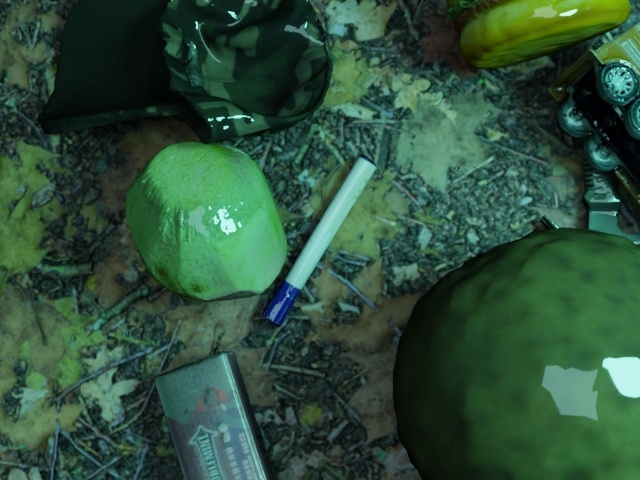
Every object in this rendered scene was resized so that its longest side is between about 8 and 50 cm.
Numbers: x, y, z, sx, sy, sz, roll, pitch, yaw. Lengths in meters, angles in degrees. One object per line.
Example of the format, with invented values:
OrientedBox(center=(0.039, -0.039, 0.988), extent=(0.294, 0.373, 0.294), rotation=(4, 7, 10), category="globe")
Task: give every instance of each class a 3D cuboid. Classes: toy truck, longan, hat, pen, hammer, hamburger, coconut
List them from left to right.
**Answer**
OrientedBox(center=(-0.195, -0.237, 1.367), extent=(0.381, 0.257, 0.366), rotation=(-21, 49, 39), category="hat")
OrientedBox(center=(-0.152, -0.017, 1.296), extent=(0.235, 0.236, 0.205), rotation=(14, 52, 8), category="coconut")
OrientedBox(center=(-0.001, 0.000, 1.357), extent=(0.033, 0.033, 0.269), rotation=(31, 89, 9), category="pen")
OrientedBox(center=(0.277, -0.332, 1.256), extent=(0.246, 0.246, 0.170), rotation=(-17, 91, 5), category="hamburger")
OrientedBox(center=(0.281, 0.176, 1.141), extent=(0.390, 0.391, 0.391), rotation=(-1, 84, 7), category="longan")
OrientedBox(center=(0.386, -0.092, 1.315), extent=(0.158, 0.041, 0.227), rotation=(5, 85, 6), category="hammer")
OrientedBox(center=(0.449, -0.129, 1.229), extent=(0.162, 0.136, 0.305), rotation=(-36, 85, -18), category="toy truck")

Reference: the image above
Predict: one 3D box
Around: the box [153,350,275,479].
OrientedBox(center=(-0.140, 0.274, 1.326), extent=(0.120, 0.069, 0.224), rotation=(-21, 81, 5), category="box")
